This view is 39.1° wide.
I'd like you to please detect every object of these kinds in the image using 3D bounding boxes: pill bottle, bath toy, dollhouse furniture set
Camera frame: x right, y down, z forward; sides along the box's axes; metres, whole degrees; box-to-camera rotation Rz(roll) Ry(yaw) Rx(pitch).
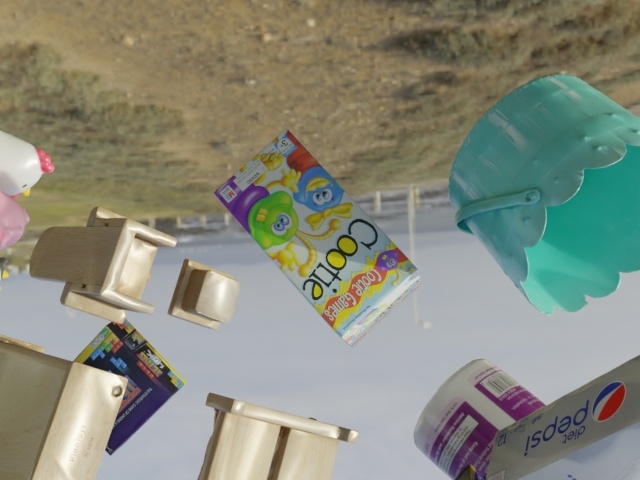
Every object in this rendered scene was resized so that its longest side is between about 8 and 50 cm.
[{"bbox_3d":[0.289,0.315,1.245,0.301,0.169,0.169,39,-157,28],"label":"pill bottle"},{"bbox_3d":[-0.441,-0.029,1.170,0.129,0.151,0.348,6,-145,-4],"label":"bath toy"},{"bbox_3d":[-0.103,0.174,0.780,0.356,0.303,0.174,25,166,-37],"label":"dollhouse furniture set"}]

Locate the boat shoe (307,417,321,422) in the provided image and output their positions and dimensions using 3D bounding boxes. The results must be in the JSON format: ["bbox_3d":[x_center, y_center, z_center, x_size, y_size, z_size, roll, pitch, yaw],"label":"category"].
[{"bbox_3d":[-0.022,0.399,1.714,0.076,0.080,0.228,38,-163,-2],"label":"boat shoe"}]

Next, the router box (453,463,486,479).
[{"bbox_3d":[0.177,0.469,1.095,0.243,0.308,0.081,39,-170,2],"label":"router box"}]

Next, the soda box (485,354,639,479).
[{"bbox_3d":[0.301,0.211,0.940,0.098,0.091,0.286,35,136,-11],"label":"soda box"}]

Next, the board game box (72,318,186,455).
[{"bbox_3d":[-0.304,0.216,1.336,0.170,0.141,0.048,-45,177,27],"label":"board game box"}]

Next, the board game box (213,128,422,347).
[{"bbox_3d":[0.000,0.000,1.291,0.144,0.275,0.142,-42,166,-2],"label":"board game box"}]

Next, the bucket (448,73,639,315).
[{"bbox_3d":[0.309,-0.061,1.141,0.281,0.281,0.183,-3,-140,-35],"label":"bucket"}]
